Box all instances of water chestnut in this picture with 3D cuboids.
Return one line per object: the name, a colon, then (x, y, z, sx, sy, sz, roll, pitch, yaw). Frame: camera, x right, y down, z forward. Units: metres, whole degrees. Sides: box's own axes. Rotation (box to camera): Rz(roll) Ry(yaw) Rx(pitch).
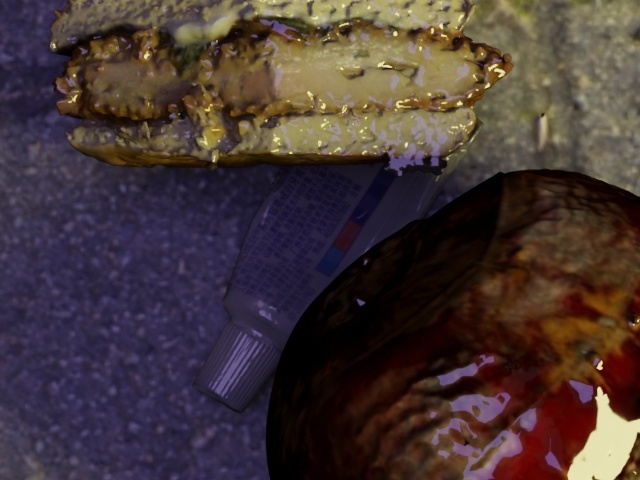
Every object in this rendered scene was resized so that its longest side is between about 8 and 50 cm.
water chestnut: (0.134, 0.127, 1.246, 0.350, 0.350, 0.302, -38, 103, 1)

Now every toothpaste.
toothpaste: (-0.001, -0.001, 1.401, 0.099, 0.068, 0.282, 38, 78, -20)

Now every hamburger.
hamburger: (-0.040, -0.119, 1.348, 0.282, 0.245, 0.155, 1, 88, -21)
